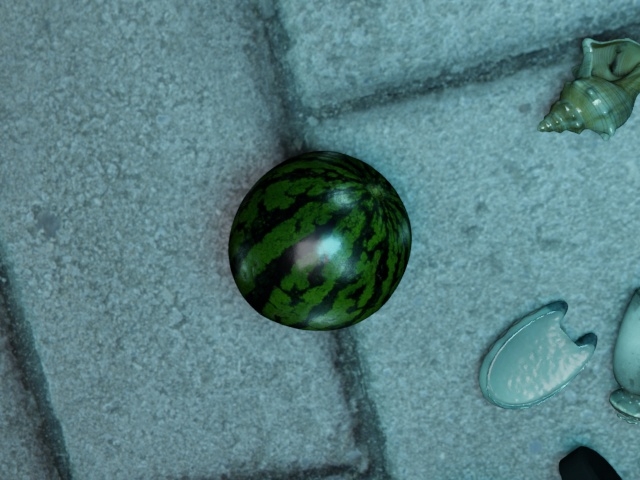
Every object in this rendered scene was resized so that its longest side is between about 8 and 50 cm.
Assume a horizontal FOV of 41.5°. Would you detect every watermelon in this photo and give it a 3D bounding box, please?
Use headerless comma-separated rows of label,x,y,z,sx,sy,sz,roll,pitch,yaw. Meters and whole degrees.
watermelon,0.000,0.000,1.337,0.284,0.285,0.285,4,105,14

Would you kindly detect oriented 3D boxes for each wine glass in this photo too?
wine glass,0.520,0.178,1.329,0.111,0.111,0.205,8,107,13

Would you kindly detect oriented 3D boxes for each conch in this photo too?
conch,0.417,-0.233,1.266,0.137,0.114,0.234,43,75,-9

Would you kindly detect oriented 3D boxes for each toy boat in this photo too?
toy boat,0.354,0.195,1.410,0.134,0.079,0.207,44,99,-7

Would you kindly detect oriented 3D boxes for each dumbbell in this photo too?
dumbbell,0.403,0.463,1.411,0.218,0.152,0.152,-42,90,20
